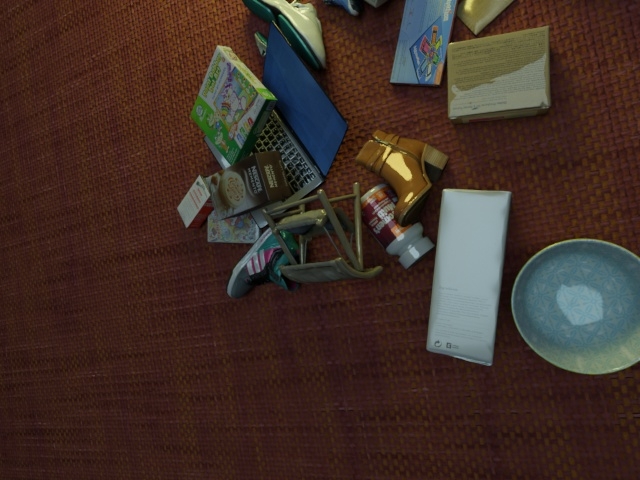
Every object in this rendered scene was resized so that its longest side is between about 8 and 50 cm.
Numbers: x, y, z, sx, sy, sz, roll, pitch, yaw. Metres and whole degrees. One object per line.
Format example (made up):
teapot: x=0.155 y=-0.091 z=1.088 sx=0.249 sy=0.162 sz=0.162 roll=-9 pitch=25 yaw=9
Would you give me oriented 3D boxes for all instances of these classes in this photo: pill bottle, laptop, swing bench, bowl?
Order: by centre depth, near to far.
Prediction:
bowl: x=0.591 y=0.140 z=0.972 sx=0.289 sy=0.156 sz=0.290 roll=0 pitch=91 yaw=23
pill bottle: x=0.201 y=-0.037 z=1.155 sx=0.121 sy=0.121 sz=0.221 roll=-43 pitch=75 yaw=18
swing bench: x=0.000 y=0.000 z=1.158 sx=0.253 sy=0.165 sz=0.255 roll=-11 pitch=94 yaw=47
laptop: x=-0.159 y=-0.312 z=1.238 sx=0.407 sy=0.236 sz=0.382 roll=-36 pitch=77 yaw=10

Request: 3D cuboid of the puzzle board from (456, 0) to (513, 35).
puzzle board: x=0.429 y=-0.616 z=1.107 sx=0.128 sy=0.011 sz=0.096 roll=-40 pitch=75 yaw=18

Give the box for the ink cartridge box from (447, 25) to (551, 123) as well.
ink cartridge box: x=0.443 y=-0.405 z=1.063 sx=0.234 sy=0.088 sz=0.194 roll=0 pitch=92 yaw=23

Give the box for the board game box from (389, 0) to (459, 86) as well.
board game box: x=0.286 y=-0.566 z=1.156 sx=0.144 sy=0.027 sz=0.282 roll=14 pitch=97 yaw=28

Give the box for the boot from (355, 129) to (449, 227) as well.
boot: x=0.188 y=-0.175 z=1.102 sx=0.220 sy=0.109 sz=0.284 roll=27 pitch=63 yaw=14

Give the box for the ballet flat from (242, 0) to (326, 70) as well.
ballet flat: x=-0.089 y=-0.681 z=1.276 sx=0.400 sy=0.139 sz=0.139 roll=47 pitch=107 yaw=16

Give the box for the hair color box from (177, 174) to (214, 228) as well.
hair color box: x=-0.410 y=-0.128 z=1.432 sx=0.167 sy=0.053 sz=0.093 roll=-46 pitch=64 yaw=30

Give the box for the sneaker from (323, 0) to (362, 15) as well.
sneaker: x=0.047 y=-0.719 z=1.240 sx=0.081 sy=0.080 sz=0.211 roll=-42 pitch=66 yaw=25

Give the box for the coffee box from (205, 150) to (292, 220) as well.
coffee box: x=-0.215 y=-0.158 z=1.249 sx=0.246 sy=0.098 sz=0.141 roll=-15 pitch=92 yaw=41

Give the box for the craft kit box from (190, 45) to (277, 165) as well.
craft kit box: x=-0.265 y=-0.392 z=1.258 sx=0.247 sy=0.060 sz=0.250 roll=51 pitch=128 yaw=20

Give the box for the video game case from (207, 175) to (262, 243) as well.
video game case: x=-0.288 y=-0.106 z=1.416 sx=0.206 sy=0.026 sz=0.227 roll=1 pitch=92 yaw=23

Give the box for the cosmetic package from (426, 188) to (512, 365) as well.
cosmetic package: x=0.367 y=0.073 z=1.038 sx=0.156 sy=0.217 sz=0.386 roll=8 pitch=96 yaw=23

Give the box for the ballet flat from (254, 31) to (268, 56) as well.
ballet flat: x=-0.162 y=-0.592 z=1.339 sx=0.168 sy=0.057 sz=0.052 roll=47 pitch=117 yaw=16

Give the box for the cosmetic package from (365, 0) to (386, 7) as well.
cosmetic package: x=0.091 y=-0.790 z=1.141 sx=0.296 sy=0.153 sz=0.129 roll=40 pitch=61 yaw=10

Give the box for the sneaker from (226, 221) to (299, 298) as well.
sneaker: x=-0.157 y=0.110 z=1.318 sx=0.178 sy=0.123 sz=0.296 roll=45 pitch=106 yaw=26
